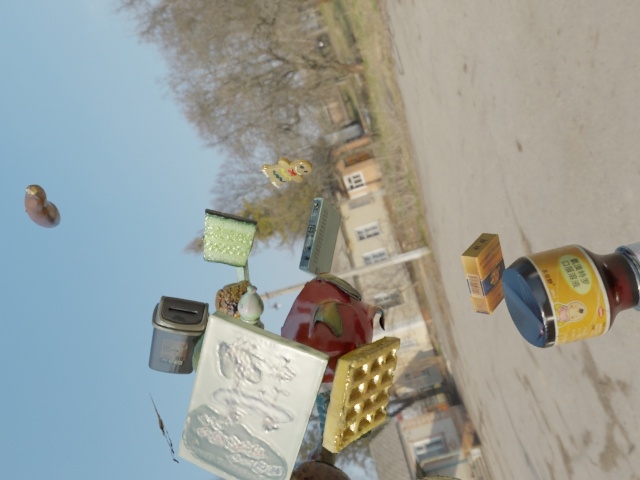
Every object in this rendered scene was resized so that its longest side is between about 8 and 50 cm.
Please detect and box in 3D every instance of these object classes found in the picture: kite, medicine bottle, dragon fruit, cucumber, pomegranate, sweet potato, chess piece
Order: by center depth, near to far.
[{"bbox_3d":[-0.565,-0.060,1.113,0.264,0.057,0.057,154,99,-70],"label":"sweet potato"},{"bbox_3d":[-0.196,-0.010,1.159,0.062,0.115,0.116,-97,23,-60],"label":"cucumber"},{"bbox_3d":[0.682,0.109,1.365,0.242,0.395,0.242,-18,-90,-89],"label":"medicine bottle"},{"bbox_3d":[0.047,0.257,1.463,0.305,0.226,0.305,-44,-32,-38],"label":"dragon fruit"},{"bbox_3d":[-0.192,0.246,1.478,0.139,0.139,0.272,-88,3,-72],"label":"chess piece"},{"bbox_3d":[-0.011,0.756,1.666,0.341,0.285,0.285,-74,-31,-53],"label":"pomegranate"},{"bbox_3d":[-0.509,0.606,1.770,0.141,0.015,0.245,26,135,67],"label":"kite"}]

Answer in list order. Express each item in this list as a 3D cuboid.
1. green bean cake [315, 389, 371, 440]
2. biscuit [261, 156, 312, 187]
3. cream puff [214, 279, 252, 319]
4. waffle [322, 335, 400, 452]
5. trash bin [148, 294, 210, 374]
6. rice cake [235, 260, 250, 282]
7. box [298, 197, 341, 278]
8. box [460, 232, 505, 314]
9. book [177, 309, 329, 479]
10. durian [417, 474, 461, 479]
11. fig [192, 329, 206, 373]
[{"bbox_3d":[0.083,0.615,1.921,0.094,0.173,0.181,172,92,-65],"label":"green bean cake"},{"bbox_3d":[-0.140,-0.295,2.361,0.158,0.240,0.035,41,-130,-41],"label":"biscuit"},{"bbox_3d":[-0.249,0.180,1.632,0.119,0.133,0.104,51,-176,7],"label":"cream puff"},{"bbox_3d":[0.101,0.367,1.337,0.221,0.055,0.248,-8,-68,-51],"label":"waffle"},{"bbox_3d":[-0.531,0.346,2.050,0.182,0.209,0.290,-107,32,-61],"label":"trash bin"},{"bbox_3d":[-0.256,0.083,1.794,0.034,0.043,0.211,-41,-35,-39],"label":"rice cake"},{"bbox_3d":[0.000,0.000,1.970,0.211,0.045,0.270,35,-116,-60],"label":"box"},{"bbox_3d":[0.564,0.113,1.863,0.070,0.152,0.237,10,129,45],"label":"box"},{"bbox_3d":[-0.150,0.353,1.152,0.043,0.260,0.371,-44,-28,-68],"label":"book"},{"bbox_3d":[0.353,0.742,1.640,0.110,0.140,0.071,127,150,-67],"label":"durian"},{"bbox_3d":[-0.313,0.340,1.747,0.225,0.203,0.203,-115,1,-48],"label":"fig"}]
